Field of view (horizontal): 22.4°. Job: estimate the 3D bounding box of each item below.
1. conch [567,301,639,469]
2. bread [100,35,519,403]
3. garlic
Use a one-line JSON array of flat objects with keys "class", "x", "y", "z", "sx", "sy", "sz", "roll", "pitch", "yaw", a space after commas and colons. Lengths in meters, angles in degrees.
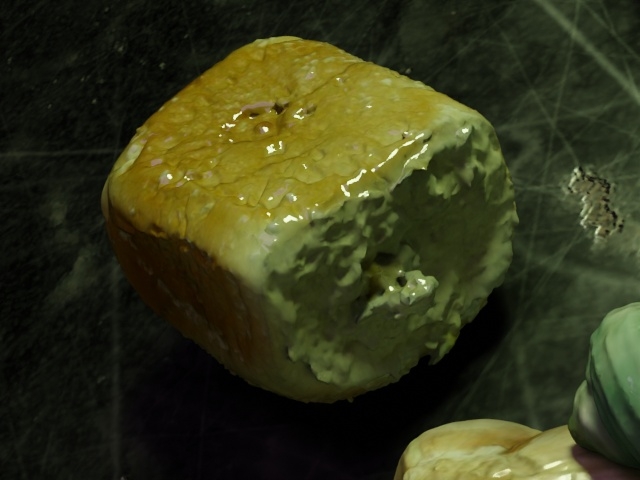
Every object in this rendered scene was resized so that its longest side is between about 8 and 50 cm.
[{"class": "conch", "x": 0.238, "y": 0.053, "z": 0.736, "sx": 0.277, "sy": 0.220, "sz": 0.195, "roll": -19, "pitch": 78, "yaw": 24}, {"class": "bread", "x": 0.000, "y": 0.000, "z": 0.988, "sx": 0.195, "sy": 0.176, "sz": 0.246, "roll": -37, "pitch": 36, "yaw": -18}, {"class": "garlic", "x": 0.107, "y": 0.143, "z": 0.848, "sx": 0.175, "sy": 0.099, "sz": 0.124, "roll": -7, "pitch": 30, "yaw": 26}]
